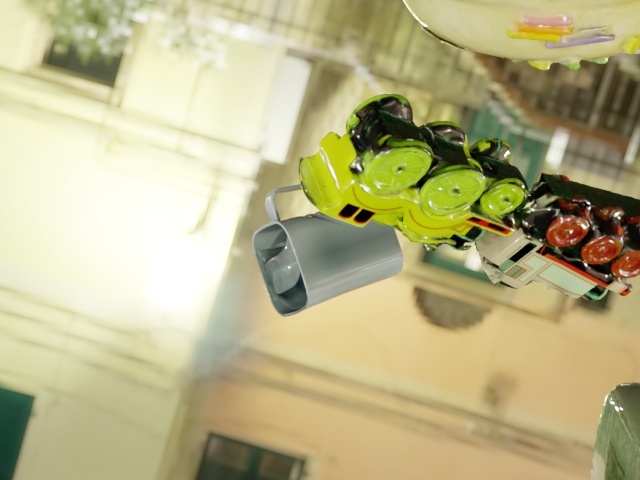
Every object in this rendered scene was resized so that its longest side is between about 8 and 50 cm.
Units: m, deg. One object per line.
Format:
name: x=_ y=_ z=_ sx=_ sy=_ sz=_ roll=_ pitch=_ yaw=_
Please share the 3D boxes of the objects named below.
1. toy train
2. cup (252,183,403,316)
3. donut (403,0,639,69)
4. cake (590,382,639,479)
toy train: x=0.103 y=-0.017 z=1.087 sx=0.250 sy=0.085 sz=0.053 roll=20 pitch=-142 yaw=-38
cup: x=0.000 y=0.000 z=1.894 sx=0.129 sy=0.128 sz=0.095 roll=-17 pitch=175 yaw=-27
donut: x=0.110 y=-0.136 z=0.853 sx=0.175 sy=0.068 sz=0.174 roll=-3 pitch=-148 yaw=2
cake: x=0.293 y=0.256 z=1.617 sx=0.172 sy=0.158 sz=0.283 roll=13 pitch=-145 yaw=21
